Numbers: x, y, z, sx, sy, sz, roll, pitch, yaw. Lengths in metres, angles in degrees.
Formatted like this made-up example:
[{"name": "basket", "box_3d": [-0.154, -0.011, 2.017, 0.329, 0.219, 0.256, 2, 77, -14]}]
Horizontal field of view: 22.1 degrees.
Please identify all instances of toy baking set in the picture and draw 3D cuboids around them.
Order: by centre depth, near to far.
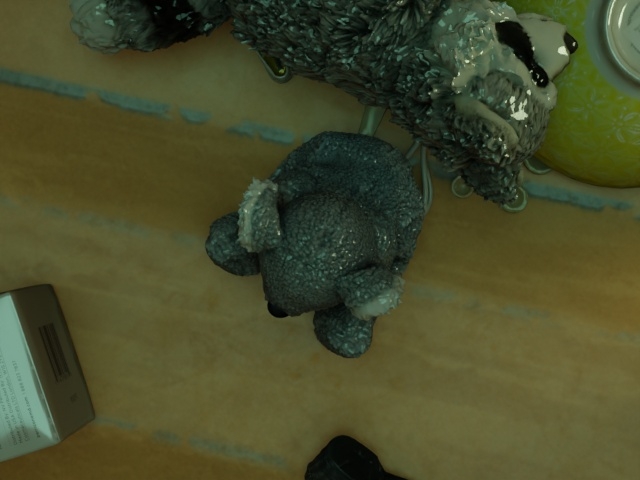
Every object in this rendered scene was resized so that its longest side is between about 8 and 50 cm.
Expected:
[{"name": "toy baking set", "box_3d": [0.123, -0.116, 1.622, 0.256, 0.030, 0.197, -8, 90, 2]}]

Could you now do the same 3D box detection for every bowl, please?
[{"name": "bowl", "box_3d": [0.301, -0.194, 1.539, 0.289, 0.156, 0.289, 0, 91, -4]}]

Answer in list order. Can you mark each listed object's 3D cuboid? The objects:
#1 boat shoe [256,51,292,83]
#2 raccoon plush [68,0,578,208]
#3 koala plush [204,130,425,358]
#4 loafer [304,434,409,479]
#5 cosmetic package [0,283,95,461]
[{"name": "boat shoe", "box_3d": [-0.056, -0.203, 1.626, 0.035, 0.035, 0.100, -22, 90, 2]}, {"name": "raccoon plush", "box_3d": [0.010, -0.147, 1.518, 0.446, 0.216, 0.299, -19, 73, 24]}, {"name": "koala plush", "box_3d": [0.000, 0.000, 1.518, 0.196, 0.221, 0.203, 37, 102, 2]}, {"name": "loafer", "box_3d": [0.059, 0.263, 1.621, 0.170, 0.062, 0.061, 43, 130, -5]}, {"name": "cosmetic package", "box_3d": [-0.423, 0.165, 1.562, 0.365, 0.197, 0.155, -19, 90, 4]}]
